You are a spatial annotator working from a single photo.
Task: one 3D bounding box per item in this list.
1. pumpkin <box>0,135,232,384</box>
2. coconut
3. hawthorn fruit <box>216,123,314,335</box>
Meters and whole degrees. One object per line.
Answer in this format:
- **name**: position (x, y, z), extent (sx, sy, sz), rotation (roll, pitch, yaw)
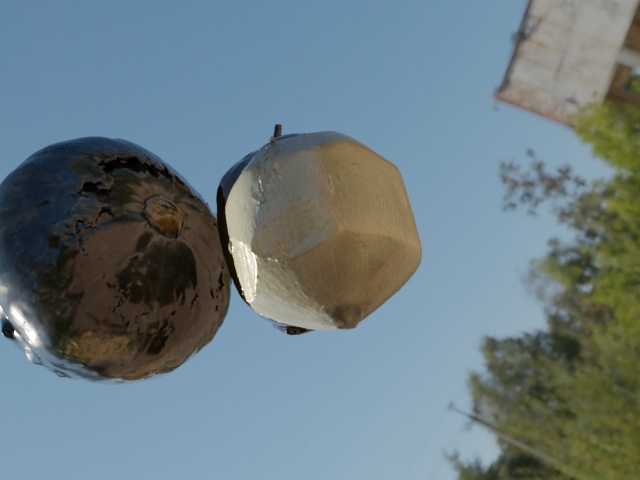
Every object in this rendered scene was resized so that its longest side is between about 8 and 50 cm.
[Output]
- **pumpkin**: position (-0.359, 0.034, 2.118), extent (0.344, 0.454, 0.454), rotation (-31, 10, 43)
- **coconut**: position (0.000, 0.000, 1.583), extent (0.245, 0.245, 0.247), rotation (85, 175, -55)
- **hawthorn fruit**: position (-0.021, -0.023, 1.919), extent (0.308, 0.325, 0.308), rotation (-51, -12, -15)
